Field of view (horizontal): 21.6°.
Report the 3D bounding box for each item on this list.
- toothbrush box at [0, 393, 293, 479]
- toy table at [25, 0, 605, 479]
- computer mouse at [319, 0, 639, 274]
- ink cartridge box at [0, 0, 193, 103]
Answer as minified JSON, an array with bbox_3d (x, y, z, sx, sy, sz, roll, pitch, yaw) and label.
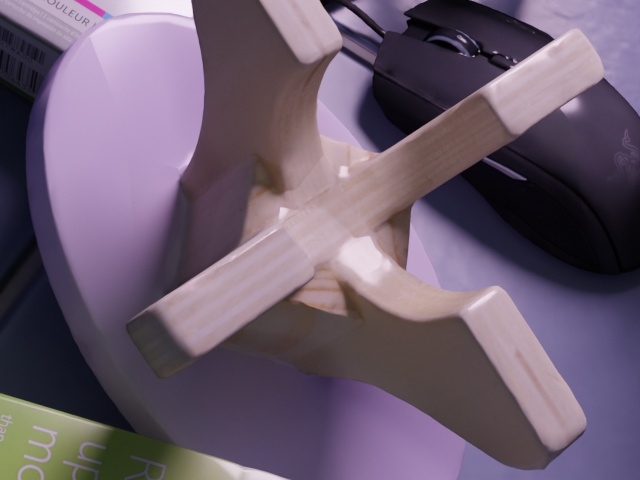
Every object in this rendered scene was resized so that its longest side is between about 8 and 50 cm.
[{"bbox_3d":[-0.058,0.201,0.670,0.283,0.122,0.206,19,60,-9],"label":"toothbrush box"},{"bbox_3d":[0.000,0.000,0.728,0.274,0.161,0.252,47,58,-8],"label":"toy table"},{"bbox_3d":[0.064,-0.065,0.875,0.262,0.060,0.184,43,59,7],"label":"computer mouse"},{"bbox_3d":[-0.094,-0.158,0.872,0.109,0.062,0.209,32,59,0],"label":"ink cartridge box"}]
